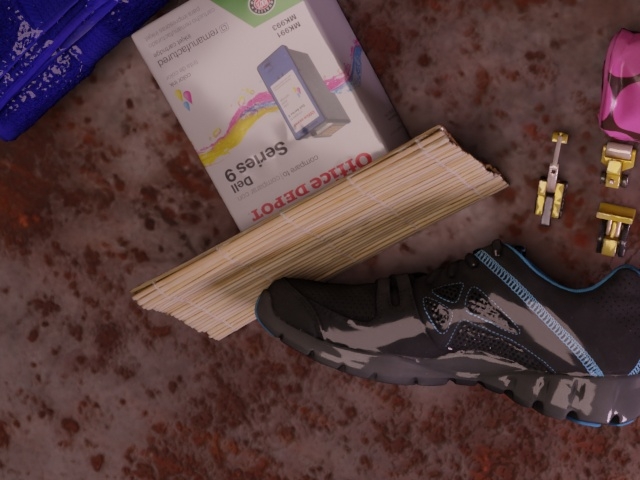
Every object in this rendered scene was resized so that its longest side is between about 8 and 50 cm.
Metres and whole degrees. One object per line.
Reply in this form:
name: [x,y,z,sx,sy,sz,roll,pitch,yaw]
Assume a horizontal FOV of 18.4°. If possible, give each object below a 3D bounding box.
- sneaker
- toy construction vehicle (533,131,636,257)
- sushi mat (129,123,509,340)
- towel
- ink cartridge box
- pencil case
sneaker: [0.116,0.060,1.695,0.341,0.125,0.139,10,95,4]
toy construction vehicle: [0.225,-0.038,1.674,0.086,0.035,0.098,14,106,11]
sushi mat: [0.000,0.000,1.692,0.317,0.151,0.019,-28,65,19]
towel: [-0.237,-0.261,1.707,0.308,0.076,0.227,-39,81,20]
ink cartridge box: [-0.038,-0.125,1.694,0.154,0.093,0.212,-27,97,19]
pencil case: [0.328,-0.104,1.605,0.209,0.095,0.098,16,122,13]
